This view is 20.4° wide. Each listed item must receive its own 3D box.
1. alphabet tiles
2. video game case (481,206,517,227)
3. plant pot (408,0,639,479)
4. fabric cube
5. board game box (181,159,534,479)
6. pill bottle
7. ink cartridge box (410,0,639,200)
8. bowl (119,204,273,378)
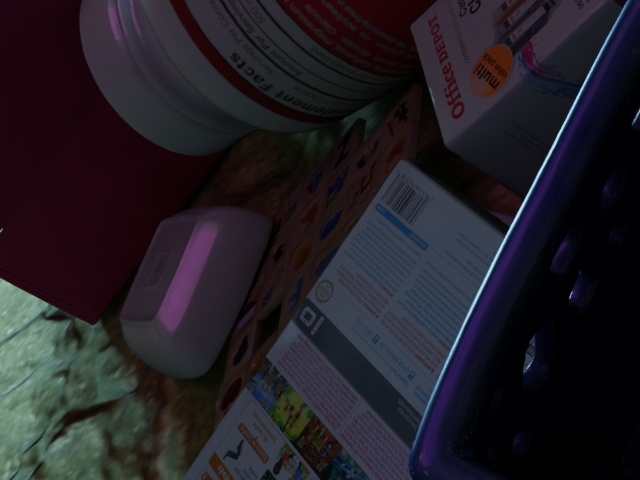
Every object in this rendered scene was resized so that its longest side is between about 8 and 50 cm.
[{"bbox_3d":[0.000,0.000,1.256,0.237,0.009,0.198,-47,23,38],"label":"alphabet tiles"},{"bbox_3d":[0.038,0.100,1.164,0.248,0.035,0.275,15,77,57],"label":"video game case"},{"bbox_3d":[0.202,0.055,0.752,0.236,0.212,0.236,24,83,19],"label":"plant pot"},{"bbox_3d":[-0.246,-0.134,1.542,0.258,0.259,0.254,-52,31,13],"label":"fabric cube"},{"bbox_3d":[0.040,0.134,1.012,0.303,0.097,0.224,-54,33,6],"label":"board game box"},{"bbox_3d":[0.015,-0.218,1.274,0.407,0.229,0.229,-28,43,40],"label":"pill bottle"},{"bbox_3d":[0.164,-0.120,1.079,0.176,0.127,0.128,-43,36,27],"label":"ink cartridge box"},{"bbox_3d":[-0.105,0.033,1.383,0.142,0.053,0.142,-1,65,66],"label":"bowl"}]
